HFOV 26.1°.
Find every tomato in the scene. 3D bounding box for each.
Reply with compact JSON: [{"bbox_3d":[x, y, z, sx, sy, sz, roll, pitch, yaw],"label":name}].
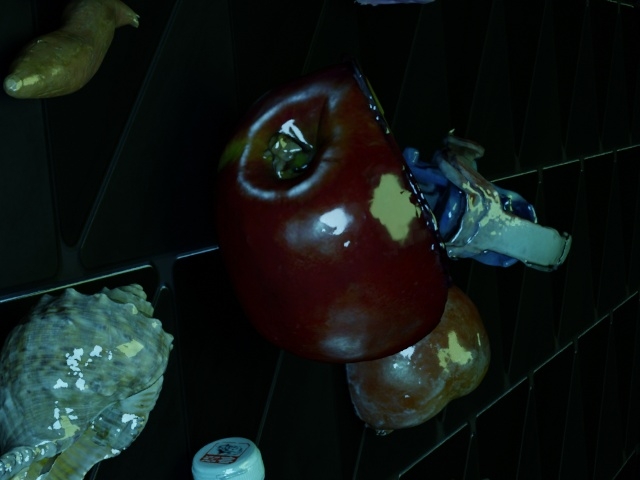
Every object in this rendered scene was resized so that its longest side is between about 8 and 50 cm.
[{"bbox_3d":[0.133,0.138,1.728,0.214,0.155,0.180,-52,130,-55],"label":"tomato"}]

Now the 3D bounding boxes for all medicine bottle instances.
[{"bbox_3d":[-0.068,0.302,1.326,0.121,0.083,0.228,-45,127,-56],"label":"medicine bottle"}]

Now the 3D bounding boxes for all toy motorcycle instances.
[{"bbox_3d":[0.182,-0.015,1.778,0.241,0.182,0.319,50,17,19],"label":"toy motorcycle"}]

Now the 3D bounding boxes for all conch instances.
[{"bbox_3d":[-0.181,0.125,1.034,0.155,0.130,0.207,46,59,-39],"label":"conch"}]

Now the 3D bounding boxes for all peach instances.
[{"bbox_3d":[0.000,0.000,1.392,0.361,0.201,0.257,73,-7,-59],"label":"peach"}]

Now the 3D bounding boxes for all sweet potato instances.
[{"bbox_3d":[-0.204,-0.153,1.115,0.055,0.058,0.202,35,34,-6],"label":"sweet potato"}]

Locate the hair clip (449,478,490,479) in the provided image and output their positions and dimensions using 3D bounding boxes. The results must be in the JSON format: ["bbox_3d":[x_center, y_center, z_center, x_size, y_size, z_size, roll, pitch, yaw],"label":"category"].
[{"bbox_3d":[0.134,0.406,1.767,0.091,0.138,0.321,39,31,3],"label":"hair clip"}]

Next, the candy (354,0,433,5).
[{"bbox_3d":[0.077,-0.431,1.710,0.155,0.116,0.265,3,84,-67],"label":"candy"}]
